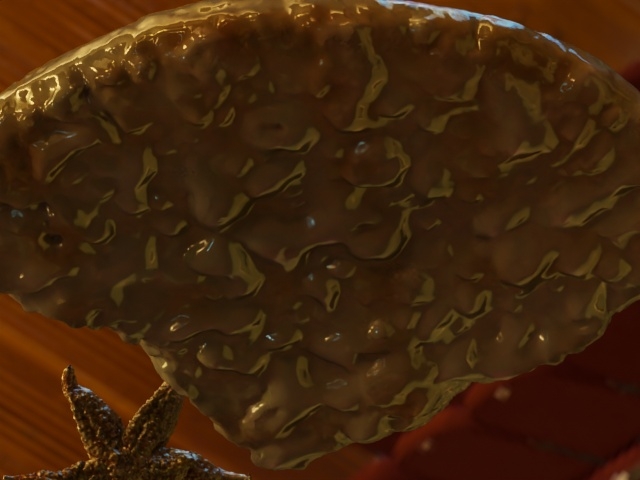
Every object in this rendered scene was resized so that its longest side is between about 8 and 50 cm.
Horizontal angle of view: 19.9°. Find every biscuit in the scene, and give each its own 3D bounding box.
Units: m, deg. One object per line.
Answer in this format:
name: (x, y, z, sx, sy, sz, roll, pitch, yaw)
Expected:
biscuit: (0.000, 0.000, 0.589, 0.040, 0.265, 0.188, -97, 13, -48)

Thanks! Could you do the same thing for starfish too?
starfish: (-0.072, 0.086, 0.671, 0.086, 0.092, 0.016, -25, 5, -26)
